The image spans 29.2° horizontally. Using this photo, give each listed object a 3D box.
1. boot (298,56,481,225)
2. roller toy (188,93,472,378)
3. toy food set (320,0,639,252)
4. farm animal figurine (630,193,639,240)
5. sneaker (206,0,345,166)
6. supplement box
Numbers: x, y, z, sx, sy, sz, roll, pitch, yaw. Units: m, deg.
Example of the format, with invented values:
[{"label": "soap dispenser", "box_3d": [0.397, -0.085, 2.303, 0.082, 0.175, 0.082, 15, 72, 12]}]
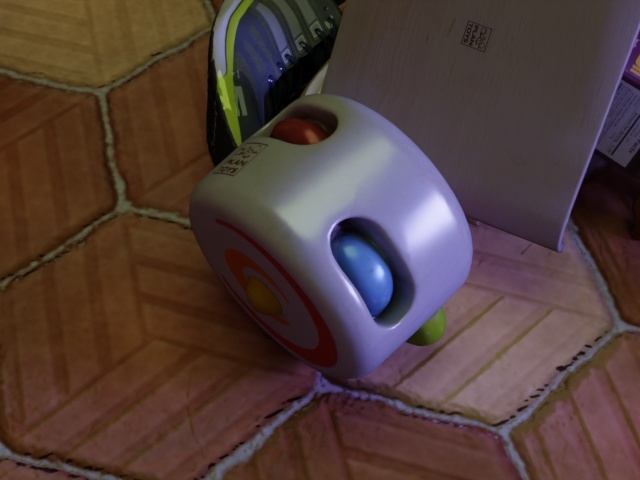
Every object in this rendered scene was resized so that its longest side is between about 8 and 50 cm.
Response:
[{"label": "boot", "box_3d": [0.120, -0.140, 1.110, 0.203, 0.095, 0.262, 25, 55, 20]}, {"label": "roller toy", "box_3d": [0.000, 0.000, 0.918, 0.209, 0.191, 0.146, 42, 69, 18]}, {"label": "toy food set", "box_3d": [0.135, -0.162, 0.952, 0.219, 0.306, 0.092, 23, 24, 17]}, {"label": "farm animal figurine", "box_3d": [0.433, -0.036, 0.976, 0.326, 0.172, 0.330, -34, 58, -27]}, {"label": "sneaker", "box_3d": [-0.037, -0.176, 1.136, 0.121, 0.111, 0.300, 7, 51, 0]}, {"label": "supplement box", "box_3d": [0.219, -0.150, 1.036, 0.188, 0.081, 0.104, 33, 41, 6]}]
